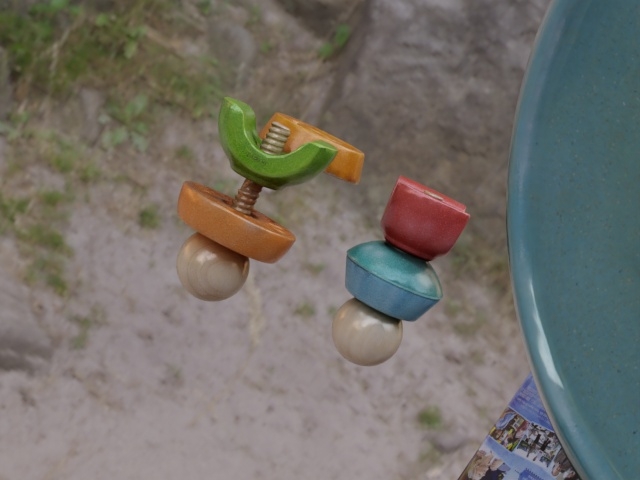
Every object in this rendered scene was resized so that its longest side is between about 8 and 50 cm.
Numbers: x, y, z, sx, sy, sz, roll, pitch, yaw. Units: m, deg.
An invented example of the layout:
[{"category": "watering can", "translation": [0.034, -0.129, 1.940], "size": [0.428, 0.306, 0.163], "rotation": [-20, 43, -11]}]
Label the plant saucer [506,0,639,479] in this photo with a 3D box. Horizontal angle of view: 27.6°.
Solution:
[{"category": "plant saucer", "translation": [0.156, -0.007, 0.408], "size": [0.043, 0.318, 0.318], "rotation": [-2, 48, -33]}]

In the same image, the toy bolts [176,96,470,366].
[{"category": "toy bolts", "translation": [0.000, 0.000, 1.108], "size": [0.228, 0.158, 0.218], "rotation": [26, 8, 6]}]

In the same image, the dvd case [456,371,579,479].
[{"category": "dvd case", "translation": [0.206, 0.248, 1.248], "size": [0.022, 0.253, 0.180], "rotation": [39, -6, -37]}]
